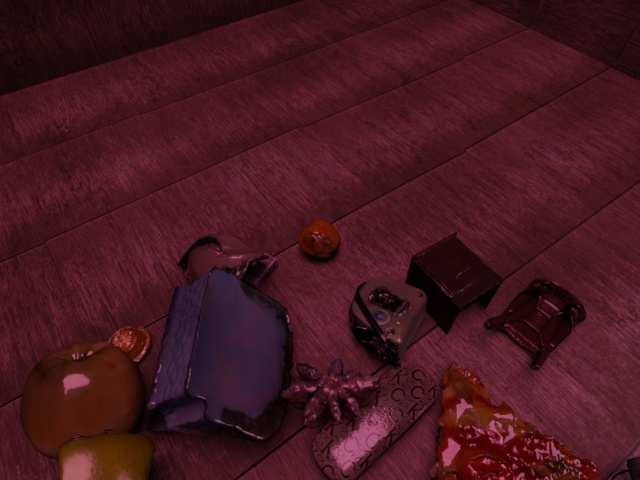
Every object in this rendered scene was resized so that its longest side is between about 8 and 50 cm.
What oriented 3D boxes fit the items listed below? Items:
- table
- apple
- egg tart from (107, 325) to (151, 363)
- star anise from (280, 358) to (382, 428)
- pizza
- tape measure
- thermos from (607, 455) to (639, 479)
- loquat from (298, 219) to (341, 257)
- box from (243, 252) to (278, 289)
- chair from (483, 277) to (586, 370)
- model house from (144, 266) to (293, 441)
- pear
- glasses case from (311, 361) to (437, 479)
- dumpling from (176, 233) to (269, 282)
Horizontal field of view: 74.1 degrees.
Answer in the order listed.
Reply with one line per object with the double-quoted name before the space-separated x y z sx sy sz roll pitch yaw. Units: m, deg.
"table" 0.378 0.121 1.223 0.169 0.172 0.193 -26 56 -19
"apple" -0.554 0.369 0.989 0.263 0.262 0.262 0 52 0
"egg tart" -0.540 0.290 1.181 0.129 0.049 0.128 -1 53 2
"star anise" 0.028 0.357 1.010 0.237 0.092 0.229 -1 23 6
"pizza" 0.376 0.477 0.971 0.441 0.130 0.405 -16 60 -11
"tape measure" 0.171 0.207 1.176 0.207 0.115 0.235 22 47 24
"thermos" 0.714 0.608 0.877 0.182 0.145 0.286 -22 45 26
"loquat" 0.000 0.000 1.367 0.137 0.112 0.137 16 36 -12
"box" -0.187 0.097 1.334 0.051 0.036 0.117 27 56 20
"chair" 0.616 0.213 1.189 0.175 0.183 0.327 44 20 29
"model house" -0.292 0.318 1.050 0.339 0.297 0.359 -25 47 29
"pear" -0.421 0.558 0.850 0.177 0.286 0.281 0 50 -24
"glasses case" 0.138 0.436 1.036 0.355 0.085 0.137 -32 57 -23
"dumpling" -0.285 0.044 1.248 0.293 0.163 0.204 -12 22 44
